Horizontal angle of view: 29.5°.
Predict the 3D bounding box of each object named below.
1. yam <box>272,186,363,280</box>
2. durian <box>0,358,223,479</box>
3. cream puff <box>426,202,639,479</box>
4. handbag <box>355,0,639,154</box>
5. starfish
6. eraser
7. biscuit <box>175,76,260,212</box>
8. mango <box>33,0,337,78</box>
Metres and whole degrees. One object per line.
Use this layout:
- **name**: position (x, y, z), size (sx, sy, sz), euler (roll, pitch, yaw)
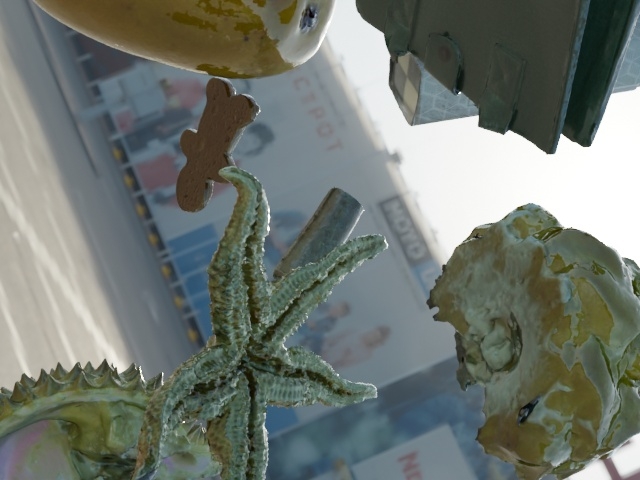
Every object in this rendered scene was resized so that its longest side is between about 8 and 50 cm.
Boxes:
- **yam**: position (0.000, 0.000, 1.401), size (0.054, 0.132, 0.054), euler (28, -23, 13)
- **durian**: position (-0.244, 0.210, 1.248), size (0.172, 0.306, 0.166), euler (131, -50, -62)
- **cream puff**: position (0.139, 0.056, 0.685), size (0.156, 0.121, 0.156), euler (39, 27, -24)
- **handbag**: position (0.155, -0.250, 1.158), size (0.326, 0.089, 0.238), euler (43, -42, 40)
- **starfish**: position (-0.049, 0.118, 1.064), size (0.358, 0.078, 0.347), euler (44, 58, -56)
- **eraser**: position (0.294, -0.238, 1.569), size (0.096, 0.404, 0.098), euler (93, -20, -46)
- **biscuit**: position (-0.161, -0.135, 1.803), size (0.031, 0.205, 0.138), euler (10, 20, -45)
- **mango**: position (-0.199, -0.355, 1.668), size (0.300, 0.445, 0.232), euler (-78, 180, -71)
